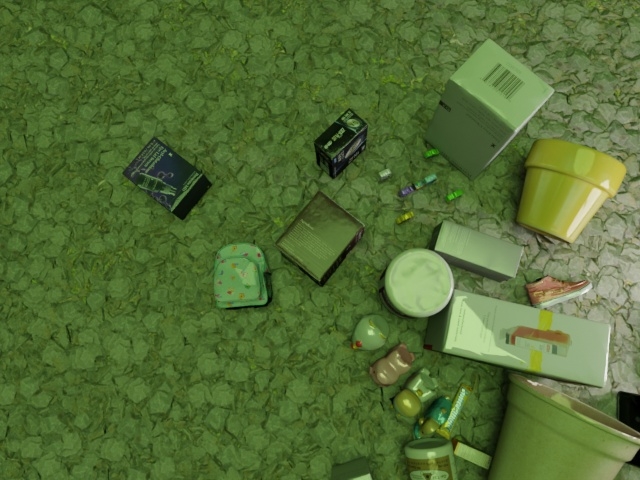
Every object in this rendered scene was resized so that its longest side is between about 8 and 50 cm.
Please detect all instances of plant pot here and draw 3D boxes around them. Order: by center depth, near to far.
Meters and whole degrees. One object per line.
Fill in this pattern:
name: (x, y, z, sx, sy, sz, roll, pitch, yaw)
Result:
plant pot: (0.578, 0.549, 1.200, 0.333, 0.334, 0.306, 23, 90, 6)
plant pot: (0.924, 0.512, 1.257, 0.166, 0.187, 0.188, 9, 79, -8)
plant pot: (0.680, -0.130, 1.358, 0.253, 0.254, 0.239, 24, 97, 6)

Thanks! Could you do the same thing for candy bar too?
candy bar: (0.381, 0.481, 1.356, 0.040, 0.018, 0.162, 29, 83, 7)

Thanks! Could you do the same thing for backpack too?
backpack: (-0.229, 0.099, 1.387, 0.165, 0.144, 0.189, -6, 76, 6)

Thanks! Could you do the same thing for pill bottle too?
pill bottle: (0.303, 0.657, 1.268, 0.131, 0.131, 0.230, -8, 80, 0)
pill bottle: (0.243, 0.125, 1.282, 0.169, 0.301, 0.170, 0, 80, 2)

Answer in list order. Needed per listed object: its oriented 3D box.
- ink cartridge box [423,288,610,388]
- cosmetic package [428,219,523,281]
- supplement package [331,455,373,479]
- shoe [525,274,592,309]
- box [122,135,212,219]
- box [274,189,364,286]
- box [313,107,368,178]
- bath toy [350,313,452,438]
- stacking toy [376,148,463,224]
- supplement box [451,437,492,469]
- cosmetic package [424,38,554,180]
ink cartridge box: (0.495, 0.257, 1.263, 0.384, 0.279, 0.161, 13, 79, 4)
cosmetic package: (0.442, 0.033, 1.383, 0.237, 0.127, 0.107, 17, 80, 3)
supplement package: (0.092, 0.652, 1.252, 0.105, 0.179, 0.105, -18, 79, -1)
shoe: (0.688, 0.132, 1.386, 0.177, 0.063, 0.081, -22, 85, 2)
box: (-0.464, -0.188, 1.463, 0.207, 0.108, 0.153, 35, 82, 8)
box: (0.000, 0.000, 1.381, 0.167, 0.168, 0.203, 39, 84, 9)
box: (0.061, -0.283, 1.426, 0.077, 0.180, 0.147, 44, 83, 10)
bath toy: (0.203, 0.370, 1.334, 0.129, 0.151, 0.348, -44, 79, 30)
stacking toy: (0.300, -0.167, 1.466, 0.221, 0.052, 0.167, -25, 81, -4)
supplement box: (0.410, 0.583, 1.313, 0.098, 0.062, 0.036, 22, 80, 7)
cosmetic package: (0.440, -0.338, 1.321, 0.217, 0.385, 0.156, 43, 83, 11)
